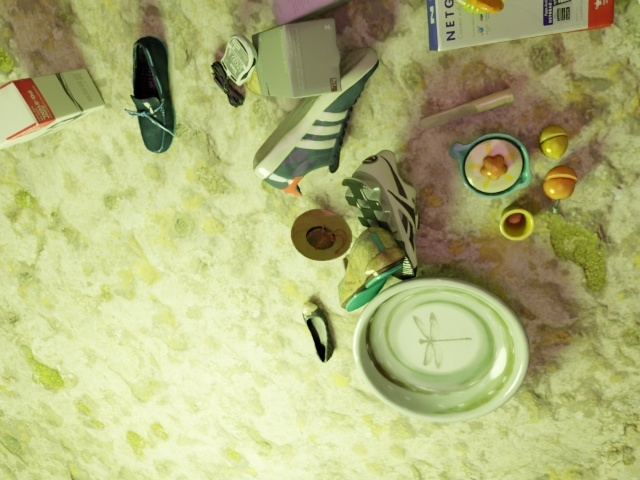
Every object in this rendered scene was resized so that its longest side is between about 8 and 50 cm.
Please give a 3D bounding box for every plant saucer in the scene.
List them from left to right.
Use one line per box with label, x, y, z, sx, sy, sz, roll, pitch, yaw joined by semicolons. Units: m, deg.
plant saucer;0.279;0.246;1.175;0.400;0.100;0.400;5;115;12

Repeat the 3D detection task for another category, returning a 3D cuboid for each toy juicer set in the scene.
toy juicer set;0.377;-0.174;0.985;0.209;0.089;0.329;-37;99;24

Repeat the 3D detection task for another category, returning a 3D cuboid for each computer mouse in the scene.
computer mouse;-0.171;-0.362;1.028;0.106;0.042;0.193;56;151;-6

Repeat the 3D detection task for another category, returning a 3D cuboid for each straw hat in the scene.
straw hat;0.000;0.000;1.162;0.144;0.144;0.061;21;155;5

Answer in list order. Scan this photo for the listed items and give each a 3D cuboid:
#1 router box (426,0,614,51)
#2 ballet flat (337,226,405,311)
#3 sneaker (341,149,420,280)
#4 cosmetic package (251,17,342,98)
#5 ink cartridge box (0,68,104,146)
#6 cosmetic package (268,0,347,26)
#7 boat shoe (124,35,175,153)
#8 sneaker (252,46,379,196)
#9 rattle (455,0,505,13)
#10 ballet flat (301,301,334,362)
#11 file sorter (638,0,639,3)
router box;0.328;-0.511;0.826;0.301;0.082;0.335;-8;111;3
ballet flat;0.094;0.063;1.085;0.123;0.123;0.348;26;159;3
sneaker;0.167;-0.048;1.074;0.122;0.146;0.330;19;146;40
cosmetic package;-0.050;-0.341;0.937;0.107;0.238;0.127;-13;109;-14
ink cartridge box;-0.634;-0.295;1.106;0.172;0.237;0.100;-18;109;20
cosmetic package;0.008;-0.506;0.943;0.231;0.085;0.117;-16;107;17
boat shoe;-0.397;-0.322;1.116;0.109;0.089;0.258;3;113;13
sneaker;0.016;-0.238;1.043;0.148;0.131;0.350;36;112;-26
rattle;0.277;-0.447;0.736;0.130;0.143;0.200;42;112;1
ballet flat;-0.005;0.236;1.271;0.057;0.049;0.173;-16;107;19
file sorter;0.531;-0.407;0.680;0.193;0.173;0.278;-20;108;42
